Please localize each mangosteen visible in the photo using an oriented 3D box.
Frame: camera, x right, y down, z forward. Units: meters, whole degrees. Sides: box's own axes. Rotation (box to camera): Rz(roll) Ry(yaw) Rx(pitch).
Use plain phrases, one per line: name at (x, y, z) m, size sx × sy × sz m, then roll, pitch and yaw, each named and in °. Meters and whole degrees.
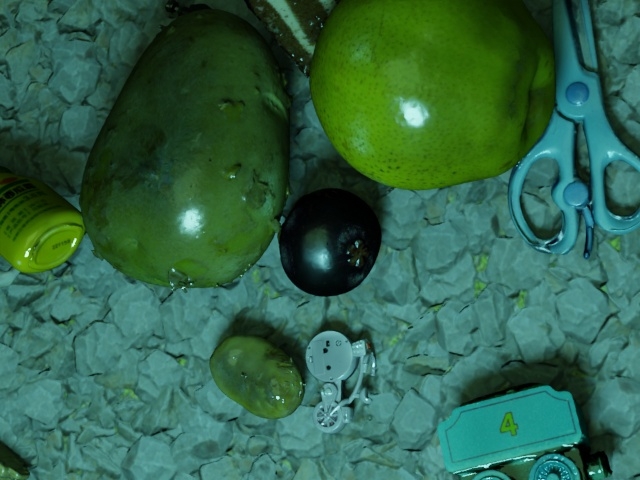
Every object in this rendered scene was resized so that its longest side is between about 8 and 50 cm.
mangosteen at (0.000, 0.000, 1.749) m, size 0.151 × 0.137 × 0.137 m, roll 16°, pitch 86°, yaw 52°

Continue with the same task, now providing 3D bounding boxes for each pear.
pear at (0.127, -0.198, 1.655) m, size 0.294 × 0.294 × 0.294 m, roll -2°, pitch 82°, yaw 17°

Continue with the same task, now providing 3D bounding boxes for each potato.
potato at (-0.077, 0.172, 1.766) m, size 0.138 × 0.070 × 0.092 m, roll 33°, pitch 106°, yaw 31°
potato at (-0.152, -0.114, 1.752) m, size 0.269 × 0.219 × 0.359 m, roll 16°, pitch 85°, yaw 30°

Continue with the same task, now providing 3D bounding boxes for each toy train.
toy train at (0.237, 0.255, 1.646) m, size 0.198 × 0.107 × 0.154 m, roll -17°, pitch 71°, yaw 14°

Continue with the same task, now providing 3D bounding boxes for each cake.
cake at (-0.035, -0.324, 1.743) m, size 0.112 × 0.246 × 0.135 m, roll -27°, pitch 57°, yaw 12°

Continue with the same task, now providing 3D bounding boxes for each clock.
clock at (0.025, 0.178, 1.751) m, size 0.087 × 0.041 × 0.129 m, roll -3°, pitch 77°, yaw 20°

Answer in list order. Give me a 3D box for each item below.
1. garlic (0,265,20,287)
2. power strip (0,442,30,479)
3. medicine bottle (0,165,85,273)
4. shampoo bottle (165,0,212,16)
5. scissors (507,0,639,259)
garlic at (-0.578, 0.056, 1.894) m, size 0.340 × 0.246 × 0.231 m, roll 21°, pitch 120°, yaw 12°
power strip at (-0.508, 0.250, 1.890) m, size 0.305 × 0.064 × 0.044 m, roll 36°, pitch 96°, yaw 18°
medicine bottle at (-0.423, -0.053, 1.854) m, size 0.111 × 0.076 × 0.309 m, roll -36°, pitch 43°, yaw -21°
shampoo bottle at (-0.150, -0.289, 1.877) m, size 0.137 × 0.027 × 0.048 m, roll 29°, pitch 100°, yaw 19°
scissors at (0.312, -0.171, 1.717) m, size 0.180 × 0.032 × 0.393 m, roll -6°, pitch 82°, yaw 16°
